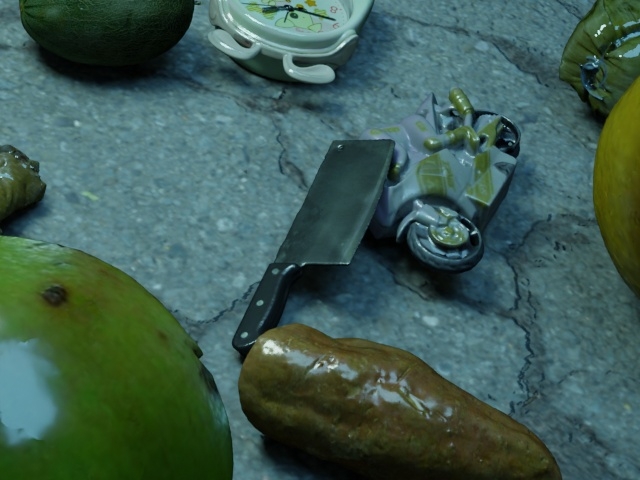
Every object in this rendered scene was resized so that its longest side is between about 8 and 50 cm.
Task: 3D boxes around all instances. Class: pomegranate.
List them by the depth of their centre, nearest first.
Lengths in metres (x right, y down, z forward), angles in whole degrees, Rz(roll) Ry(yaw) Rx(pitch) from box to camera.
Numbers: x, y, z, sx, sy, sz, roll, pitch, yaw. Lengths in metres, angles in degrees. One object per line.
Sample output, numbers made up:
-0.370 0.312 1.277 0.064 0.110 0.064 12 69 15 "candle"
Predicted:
-0.194 0.178 0.844 0.359 0.309 0.216 61 33 -5 "pomegranate"

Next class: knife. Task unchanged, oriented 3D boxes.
0.000 0.000 1.242 0.072 0.019 0.245 0 46 29 "knife"

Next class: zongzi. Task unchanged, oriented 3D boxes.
0.314 -0.225 1.564 0.250 0.125 0.274 -3 44 -32 "zongzi"

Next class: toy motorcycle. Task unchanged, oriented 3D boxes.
0.088 -0.059 1.347 0.152 0.073 0.225 20 42 6 "toy motorcycle"

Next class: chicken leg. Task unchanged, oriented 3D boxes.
-0.280 -0.020 1.170 0.196 0.080 0.125 -24 44 -38 "chicken leg"

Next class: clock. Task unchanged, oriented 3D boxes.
-0.033 -0.212 1.469 0.151 0.062 0.191 18 43 -2 "clock"

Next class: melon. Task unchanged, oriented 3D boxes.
-0.184 -0.212 1.374 0.167 0.114 0.114 -2 46 -21 "melon"

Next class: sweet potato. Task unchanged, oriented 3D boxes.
0.060 0.131 1.125 0.251 0.097 0.097 19 42 -5 "sweet potato"

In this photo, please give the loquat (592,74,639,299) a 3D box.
0.397 -0.024 1.255 0.328 0.328 0.360 -9 80 -28 "loquat"
